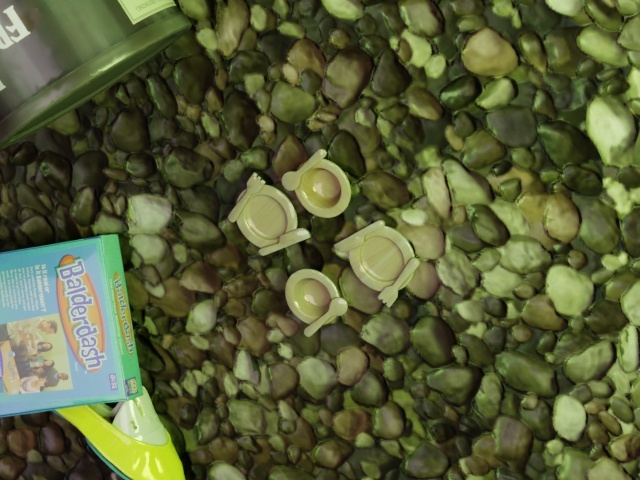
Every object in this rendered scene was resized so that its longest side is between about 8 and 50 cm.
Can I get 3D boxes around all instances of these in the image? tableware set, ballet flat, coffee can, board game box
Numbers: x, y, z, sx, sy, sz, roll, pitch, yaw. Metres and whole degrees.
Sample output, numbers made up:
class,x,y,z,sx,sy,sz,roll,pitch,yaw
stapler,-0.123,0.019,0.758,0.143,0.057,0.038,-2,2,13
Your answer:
class,x,y,z,sx,sy,sz,roll,pitch,yaw
tableware set,0.000,0.000,1.568,0.141,0.020,0.168,-35,93,35
ballet flat,-0.214,0.161,1.728,0.231,0.077,0.077,38,111,11
coffee can,-0.267,-0.245,1.494,0.201,0.201,0.275,-30,95,35
board game box,-0.286,0.087,1.688,0.210,0.047,0.160,-8,90,15
